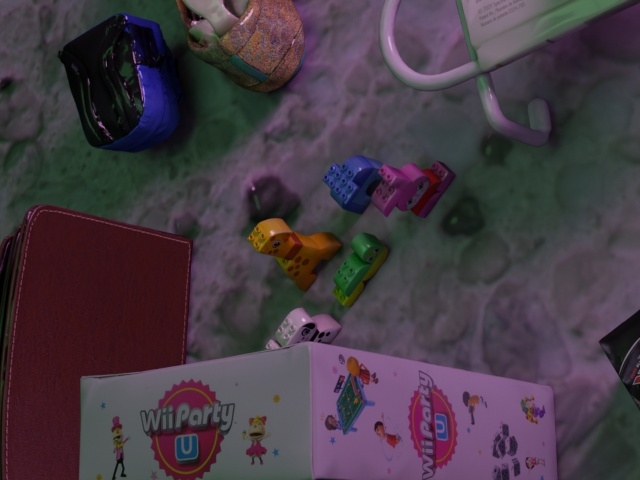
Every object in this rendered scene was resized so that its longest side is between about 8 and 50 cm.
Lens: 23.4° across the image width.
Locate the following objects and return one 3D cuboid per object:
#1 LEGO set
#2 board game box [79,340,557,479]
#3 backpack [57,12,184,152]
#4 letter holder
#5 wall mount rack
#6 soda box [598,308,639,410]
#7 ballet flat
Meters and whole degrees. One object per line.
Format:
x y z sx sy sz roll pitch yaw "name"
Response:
0.000 0.000 1.331 0.227 0.093 0.087 -55 52 17 "LEGO set"
0.005 0.148 1.156 0.224 0.303 0.097 -12 73 38 "board game box"
-0.184 -0.148 1.514 0.098 0.101 0.120 -28 68 35 "backpack"
-0.252 0.134 1.433 0.152 0.214 0.302 -7 76 39 "letter holder"
0.205 -0.251 1.203 0.350 0.130 0.304 -23 69 33 "wall mount rack"
0.270 0.127 1.099 0.053 0.060 0.169 -43 56 24 "soda box"
-0.118 -0.292 1.483 0.123 0.123 0.348 -40 57 26 "ballet flat"
